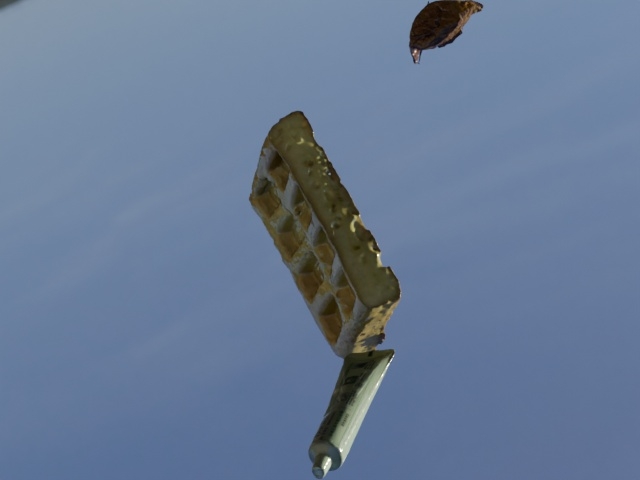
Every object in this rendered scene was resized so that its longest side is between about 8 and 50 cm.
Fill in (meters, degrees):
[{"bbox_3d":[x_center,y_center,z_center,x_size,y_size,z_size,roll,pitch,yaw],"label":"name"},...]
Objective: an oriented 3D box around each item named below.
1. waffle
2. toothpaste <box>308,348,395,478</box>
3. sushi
[{"bbox_3d":[0.000,0.000,2.275,0.057,0.274,0.168,-21,161,-22],"label":"waffle"},{"bbox_3d":[0.029,0.190,2.156,0.064,0.041,0.218,-9,-150,25],"label":"toothpaste"},{"bbox_3d":[0.136,-0.243,2.166,0.099,0.050,0.047,-31,160,12],"label":"sushi"}]
